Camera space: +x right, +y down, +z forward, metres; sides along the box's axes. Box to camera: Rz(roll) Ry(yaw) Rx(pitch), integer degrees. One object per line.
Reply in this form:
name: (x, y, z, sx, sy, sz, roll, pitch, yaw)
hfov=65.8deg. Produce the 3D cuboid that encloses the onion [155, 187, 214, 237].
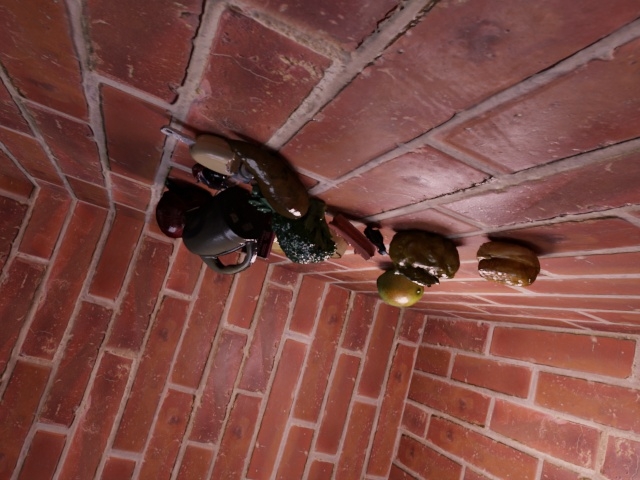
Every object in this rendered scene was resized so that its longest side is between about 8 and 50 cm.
onion: (-0.569, -0.124, 2.138, 0.280, 0.222, 0.281, -9, -164, 3)

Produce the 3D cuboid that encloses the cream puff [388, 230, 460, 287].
cream puff: (0.387, 0.080, 1.875, 0.281, 0.185, 0.282, 16, 165, 4)

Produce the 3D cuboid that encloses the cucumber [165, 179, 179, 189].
cucumber: (-0.646, -0.233, 2.160, 0.039, 0.039, 0.168, 14, 170, 8)

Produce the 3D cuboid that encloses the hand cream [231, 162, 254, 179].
hand cream: (-0.252, -0.224, 1.648, 0.088, 0.055, 0.256, 24, 173, -18)

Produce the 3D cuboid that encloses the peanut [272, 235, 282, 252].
peanut: (-0.207, -0.012, 2.368, 0.147, 0.148, 0.319, 14, 166, 10)

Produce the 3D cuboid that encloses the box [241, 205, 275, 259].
box: (-0.242, -0.040, 2.052, 0.120, 0.224, 0.069, 17, 174, 3)

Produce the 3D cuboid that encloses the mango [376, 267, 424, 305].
mango: (0.402, 0.241, 2.612, 0.225, 0.201, 0.382, -4, -175, -15)

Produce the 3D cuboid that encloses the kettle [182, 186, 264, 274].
kettle: (-0.391, -0.013, 1.966, 0.324, 0.228, 0.321, -24, 102, 33)

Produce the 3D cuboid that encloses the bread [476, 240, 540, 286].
bread: (0.639, 0.081, 1.681, 0.198, 0.120, 0.236, 6, 166, 33)

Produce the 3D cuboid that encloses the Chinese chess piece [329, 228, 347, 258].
Chinese chess piece: (0.000, 0.000, 2.228, 0.249, 0.103, 0.250, 16, 169, 3)

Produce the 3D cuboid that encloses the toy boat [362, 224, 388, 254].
toy boat: (0.223, 0.004, 1.923, 0.141, 0.060, 0.055, 58, -173, 24)

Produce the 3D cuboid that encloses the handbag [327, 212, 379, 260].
handbag: (0.122, -0.009, 1.916, 0.212, 0.059, 0.157, 42, 171, 0)

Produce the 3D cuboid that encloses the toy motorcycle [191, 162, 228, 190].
toy motorcycle: (-0.387, -0.220, 1.744, 0.122, 0.082, 0.213, 19, 171, -6)

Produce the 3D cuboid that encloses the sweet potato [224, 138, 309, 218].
sweet potato: (-0.138, -0.179, 1.510, 0.130, 0.131, 0.423, 10, 161, 29)

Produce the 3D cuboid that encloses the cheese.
cheese: (-0.353, -0.272, 1.472, 0.248, 0.071, 0.163, 18, 167, -14)

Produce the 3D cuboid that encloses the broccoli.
broccoli: (-0.056, -0.031, 1.817, 0.269, 0.242, 0.261, 20, 177, 0)

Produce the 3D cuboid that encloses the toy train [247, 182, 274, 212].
toy train: (-0.179, -0.152, 1.793, 0.132, 0.083, 0.200, 4, 171, 12)
